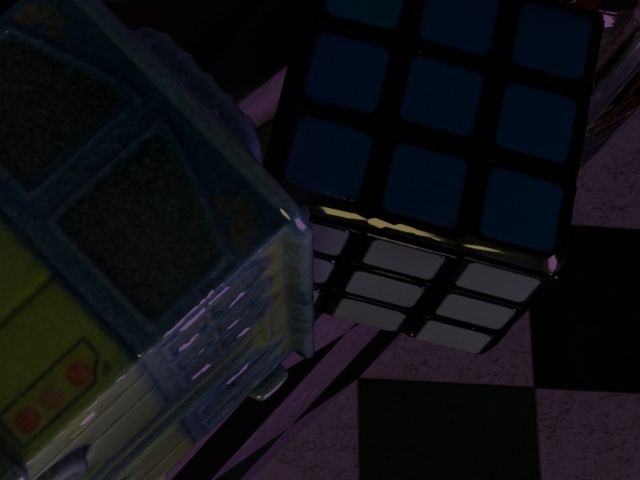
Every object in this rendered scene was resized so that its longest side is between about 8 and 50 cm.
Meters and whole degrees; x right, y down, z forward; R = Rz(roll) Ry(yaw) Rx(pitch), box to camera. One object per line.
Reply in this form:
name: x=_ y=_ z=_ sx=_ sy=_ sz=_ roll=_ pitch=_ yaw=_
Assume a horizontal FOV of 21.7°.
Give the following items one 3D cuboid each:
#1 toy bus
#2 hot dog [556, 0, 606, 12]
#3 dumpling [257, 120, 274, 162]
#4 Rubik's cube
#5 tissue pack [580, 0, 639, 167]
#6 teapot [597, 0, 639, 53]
toy bus: x=-0.109 y=0.029 z=0.744 sx=0.190 sy=0.152 sz=0.312 roll=-43 pitch=171 yaw=-9
hot dog: x=0.137 y=-0.169 z=1.141 sx=0.160 sy=0.099 sz=0.227 roll=-36 pitch=169 yaw=-46
dumpling: x=0.028 y=-0.022 z=1.147 sx=0.332 sy=0.086 sz=0.166 roll=1 pitch=111 yaw=-53
Rubik's cube: x=0.051 y=-0.047 z=0.932 sx=0.163 sy=0.160 sz=0.162 roll=114 pitch=-10 yaw=-69
tissue pack: x=0.250 y=-0.151 z=1.703 sx=0.259 sy=0.122 sz=0.361 roll=-30 pitch=165 yaw=-50
teapot: x=0.188 y=-0.185 z=1.369 sx=0.092 sy=0.124 sz=0.091 roll=-87 pitch=-164 yaw=-53
